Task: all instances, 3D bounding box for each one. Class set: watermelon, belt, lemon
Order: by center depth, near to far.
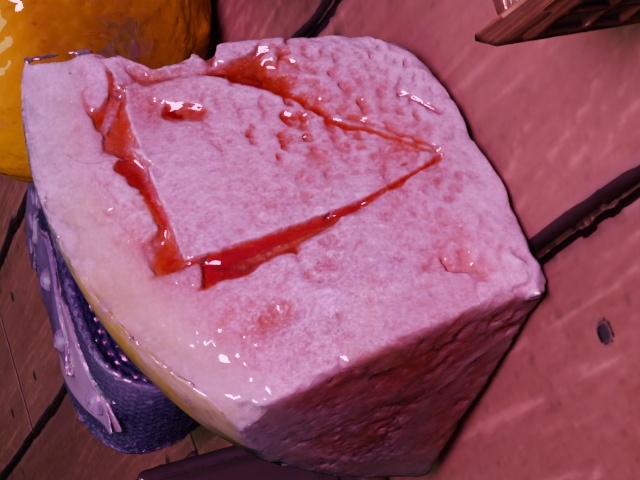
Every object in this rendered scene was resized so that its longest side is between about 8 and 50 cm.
[{"bbox_3d":[0.000,0.000,0.765,0.261,0.201,0.213,34,-155,-59],"label":"watermelon"},{"bbox_3d":[-0.169,-0.149,0.950,0.204,0.204,0.260,34,134,57],"label":"lemon"},{"bbox_3d":[-0.137,0.049,1.068,0.128,0.122,0.218,105,151,-48],"label":"belt"}]

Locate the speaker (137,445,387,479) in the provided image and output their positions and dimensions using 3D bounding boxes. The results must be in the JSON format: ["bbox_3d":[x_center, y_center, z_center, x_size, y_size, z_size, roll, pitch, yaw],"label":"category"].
[{"bbox_3d":[-0.032,0.254,0.897,0.192,0.153,0.231,58,149,35],"label":"speaker"}]

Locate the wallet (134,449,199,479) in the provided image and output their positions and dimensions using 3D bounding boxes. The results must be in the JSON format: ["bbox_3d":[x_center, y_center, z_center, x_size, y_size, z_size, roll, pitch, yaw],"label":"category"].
[{"bbox_3d":[-0.097,0.345,1.034,0.051,0.197,0.377,-23,80,52],"label":"wallet"}]

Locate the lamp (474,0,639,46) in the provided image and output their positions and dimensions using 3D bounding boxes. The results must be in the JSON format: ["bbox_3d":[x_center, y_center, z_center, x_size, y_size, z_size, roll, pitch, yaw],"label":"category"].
[{"bbox_3d":[0.068,-0.238,0.532,0.090,0.089,0.325,149,108,-65],"label":"lamp"}]
